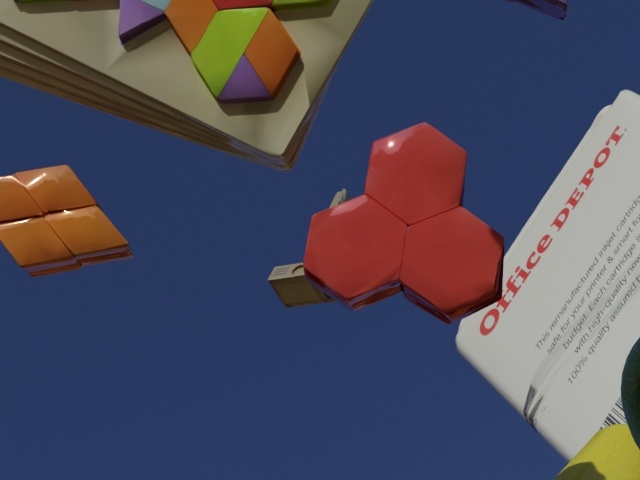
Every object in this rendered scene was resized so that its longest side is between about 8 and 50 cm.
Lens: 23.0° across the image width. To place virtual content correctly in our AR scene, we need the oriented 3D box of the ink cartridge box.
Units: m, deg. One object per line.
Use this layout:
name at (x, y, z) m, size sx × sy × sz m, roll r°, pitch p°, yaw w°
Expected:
ink cartridge box at (0.219, 0.055, 0.890) m, size 0.115 × 0.273 × 0.198 m, roll 29°, pitch -82°, yaw -28°

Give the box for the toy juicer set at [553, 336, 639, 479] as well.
toy juicer set at (0.205, 0.087, 0.559) m, size 0.209 × 0.089 × 0.329 m, roll 33°, pitch -37°, yaw 11°

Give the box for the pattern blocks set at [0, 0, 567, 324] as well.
pattern blocks set at (-0.059, -0.117, 0.663) m, size 0.325 × 0.285 × 0.026 m, roll 11°, pitch -15°, yaw 10°

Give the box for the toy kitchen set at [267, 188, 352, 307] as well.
toy kitchen set at (0.000, 0.000, 1.308) m, size 0.075 × 0.083 × 0.068 m, roll -9°, pitch -53°, yaw 34°
